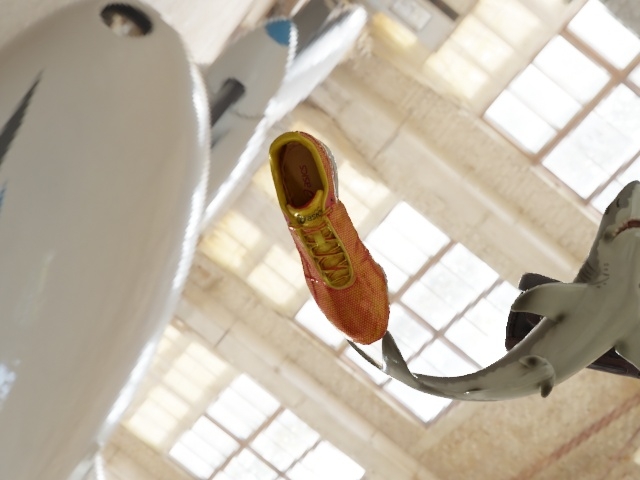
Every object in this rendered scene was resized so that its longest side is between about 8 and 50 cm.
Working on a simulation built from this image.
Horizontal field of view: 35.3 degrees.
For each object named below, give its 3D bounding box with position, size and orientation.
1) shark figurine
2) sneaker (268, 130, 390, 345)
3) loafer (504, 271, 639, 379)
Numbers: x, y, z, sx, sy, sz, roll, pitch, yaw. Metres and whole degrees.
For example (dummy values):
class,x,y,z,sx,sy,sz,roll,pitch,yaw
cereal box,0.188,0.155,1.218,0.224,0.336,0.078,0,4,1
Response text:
class,x,y,z,sx,sy,sz,roll,pitch,yaw
shark figurine,0.177,0.081,0.863,0.278,0.166,0.116,-30,-168,5
sneaker,0.000,0.000,0.765,0.064,0.175,0.067,-27,173,17
loafer,0.332,0.125,1.032,0.109,0.302,0.095,20,92,-62
